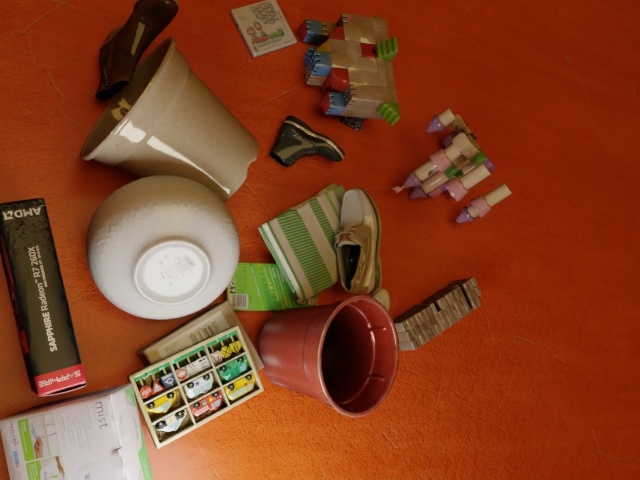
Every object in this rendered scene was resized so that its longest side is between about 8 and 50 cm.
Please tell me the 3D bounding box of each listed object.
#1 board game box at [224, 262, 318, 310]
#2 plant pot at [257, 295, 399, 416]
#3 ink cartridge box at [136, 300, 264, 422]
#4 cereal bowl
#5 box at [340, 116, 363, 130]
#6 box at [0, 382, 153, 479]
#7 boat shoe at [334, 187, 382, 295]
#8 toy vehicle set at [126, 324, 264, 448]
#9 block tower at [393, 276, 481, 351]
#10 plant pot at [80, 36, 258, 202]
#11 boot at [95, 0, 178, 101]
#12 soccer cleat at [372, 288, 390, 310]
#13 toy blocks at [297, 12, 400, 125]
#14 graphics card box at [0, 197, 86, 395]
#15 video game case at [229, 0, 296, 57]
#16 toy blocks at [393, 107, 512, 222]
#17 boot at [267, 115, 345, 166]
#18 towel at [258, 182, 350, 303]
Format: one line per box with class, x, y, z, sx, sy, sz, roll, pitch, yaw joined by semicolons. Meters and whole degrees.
board game box;-0.127;0.124;1.519;0.259;0.039;0.124;3;78;-27
plant pot;0.003;0.268;1.405;0.272;0.265;0.272;4;84;-44
ink cartridge box;-0.281;0.283;1.370;0.234;0.088;0.193;-32;95;-31
cereal bowl;-0.333;0.038;1.262;0.339;0.141;0.339;-10;121;-17
box;0.101;-0.385;1.763;0.067;0.018;0.083;22;70;-24
box;-0.475;0.444;1.147;0.231;0.127;0.262;-15;86;2
boat shoe;0.098;0.000;1.574;0.103;0.113;0.302;1;77;-44
toy vehicle set;-0.275;0.320;1.293;0.267;0.035;0.166;-23;92;-29
block tower;0.341;0.221;1.726;0.335;0.097;0.091;-26;92;-30
plant pot;-0.325;-0.238;1.346;0.305;0.334;0.334;37;64;-29
boot;-0.429;-0.448;1.353;0.090;0.248;0.207;30;50;-46
soccer cleat;0.164;0.227;1.636;0.068;0.076;0.196;30;66;-21
toy blocks;0.072;-0.514;1.691;0.261;0.191;0.381;0;72;-19
graphics card box;-0.568;0.120;1.161;0.094;0.233;0.371;-11;86;-30
video game case;-0.163;-0.614;1.665;0.157;0.019;0.143;-30;94;-30
toy blocks;0.381;-0.212;1.794;0.288;0.260;0.309;18;42;-54
boot;-0.042;-0.242;1.631;0.198;0.077;0.137;29;71;-7
towel;0.000;0.000;1.593;0.325;0.038;0.248;-32;96;-40
